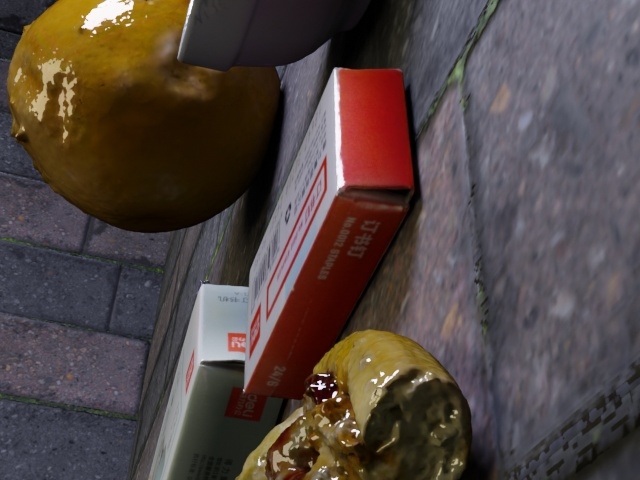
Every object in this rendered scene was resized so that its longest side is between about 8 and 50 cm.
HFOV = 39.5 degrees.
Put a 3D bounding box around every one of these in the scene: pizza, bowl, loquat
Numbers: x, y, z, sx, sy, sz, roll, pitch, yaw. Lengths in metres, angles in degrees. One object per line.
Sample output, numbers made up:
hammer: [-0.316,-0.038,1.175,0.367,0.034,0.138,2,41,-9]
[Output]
pizza: [0.006,0.135,0.402,0.154,0.069,0.194,168,114,-76]
bowl: [-0.022,-0.274,0.755,0.287,0.143,0.287,-168,90,-77]
loquat: [-0.213,-0.166,1.094,0.328,0.328,0.329,-167,90,-77]

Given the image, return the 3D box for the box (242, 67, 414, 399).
box: [0.000,0.000,0.610,0.229,0.050,0.123,116,160,-44]

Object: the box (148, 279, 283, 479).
box: [-0.100,0.181,0.802,0.135,0.079,0.269,-103,28,-62]

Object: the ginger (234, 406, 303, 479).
ginger: [-0.045,0.190,0.502,0.115,0.081,0.205,-30,23,42]
